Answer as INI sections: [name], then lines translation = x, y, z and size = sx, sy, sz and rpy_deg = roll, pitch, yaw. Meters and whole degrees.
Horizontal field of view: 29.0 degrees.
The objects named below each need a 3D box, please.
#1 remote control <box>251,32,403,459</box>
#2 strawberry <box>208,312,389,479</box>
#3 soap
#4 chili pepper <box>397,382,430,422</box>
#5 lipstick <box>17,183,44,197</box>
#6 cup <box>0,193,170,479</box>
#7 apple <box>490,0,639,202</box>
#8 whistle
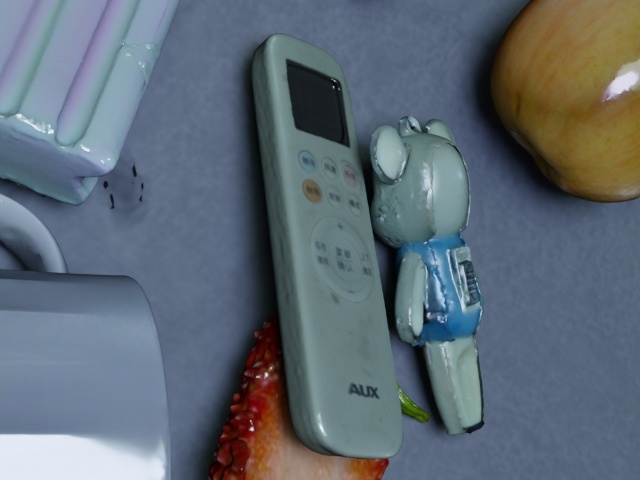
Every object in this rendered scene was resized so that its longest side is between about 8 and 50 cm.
[remote control]
translation = 0.001, 0.000, 0.852
size = 0.090, 0.038, 0.309
rpy_deg = 15, 59, -42
[strawberry]
translation = -0.010, 0.153, 0.857
size = 0.167, 0.087, 0.208
rpy_deg = 40, 44, -26
[soap]
translation = -0.173, -0.158, 0.809
size = 0.145, 0.091, 0.230
rpy_deg = 25, 64, -17
[chili pepper]
translation = 0.056, 0.100, 0.915
size = 0.030, 0.017, 0.083
rpy_deg = -22, 90, -24
[lipstick]
translation = -0.175, -0.082, 0.847
size = 0.025, 0.025, 0.107
rpy_deg = 30, 67, -16
[cup]
translation = -0.273, 0.094, 0.689
size = 0.327, 0.237, 0.322
rpy_deg = 3, 52, -21
[apple]
translation = 0.221, -0.117, 0.933
size = 0.199, 0.199, 0.199
rpy_deg = 3, 81, -21
[whistle]
translation = 0.081, 0.025, 0.909
size = 0.114, 0.077, 0.235
rpy_deg = -14, 94, -55
